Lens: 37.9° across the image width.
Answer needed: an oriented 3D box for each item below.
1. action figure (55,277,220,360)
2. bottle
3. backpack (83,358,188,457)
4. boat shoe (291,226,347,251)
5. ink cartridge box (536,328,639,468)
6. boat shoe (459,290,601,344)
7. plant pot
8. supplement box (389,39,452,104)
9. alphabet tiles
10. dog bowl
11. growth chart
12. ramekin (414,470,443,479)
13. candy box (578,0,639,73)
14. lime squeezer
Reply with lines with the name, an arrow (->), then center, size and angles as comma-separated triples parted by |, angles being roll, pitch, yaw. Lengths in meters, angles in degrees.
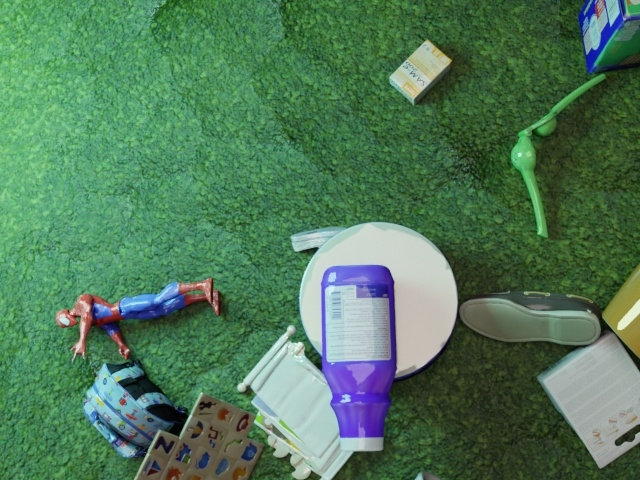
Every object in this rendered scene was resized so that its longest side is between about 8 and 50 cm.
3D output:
action figure -> -0.315, 0.148, 1.585 | 0.280, 0.091, 0.139 | -5, 62, 5
bottle -> 0.061, 0.181, 1.442 | 0.118, 0.092, 0.283 | -3, 79, 5
backpack -> -0.314, 0.275, 1.525 | 0.158, 0.173, 0.117 | 43, 86, 10
boat shoe -> 0.000, 0.000, 1.622 | 0.100, 0.035, 0.035 | -11, 106, -1
ink cartridge box -> 0.464, 0.258, 1.534 | 0.145, 0.045, 0.179 | -34, 96, -2
boat shoe -> 0.347, 0.122, 1.548 | 0.227, 0.069, 0.081 | 7, 124, 15
plant pot -> 0.559, 0.103, 1.476 | 0.188, 0.205, 0.205 | -44, 78, 12
supplement box -> 0.178, -0.298, 1.657 | 0.062, 0.036, 0.098 | 43, 86, 12
alphabet tiles -> -0.200, 0.373, 1.512 | 0.198, 0.009, 0.237 | 31, 81, -34
dog bowl -> 0.097, 0.105, 1.554 | 0.264, 0.104, 0.265 | -1, 80, 5
growth chart -> -0.032, 0.285, 1.561 | 0.172, 0.021, 0.237 | -44, 78, 10
ramekin -> 0.204, 0.492, 1.392 | 0.277, 0.277, 0.135 | 44, 94, 11
candy box -> 0.609, -0.382, 1.515 | 0.317, 0.268, 0.122 | -8, 82, 4
lime squeezer -> 0.393, -0.168, 1.603 | 0.109, 0.059, 0.311 | 21, 81, 9
